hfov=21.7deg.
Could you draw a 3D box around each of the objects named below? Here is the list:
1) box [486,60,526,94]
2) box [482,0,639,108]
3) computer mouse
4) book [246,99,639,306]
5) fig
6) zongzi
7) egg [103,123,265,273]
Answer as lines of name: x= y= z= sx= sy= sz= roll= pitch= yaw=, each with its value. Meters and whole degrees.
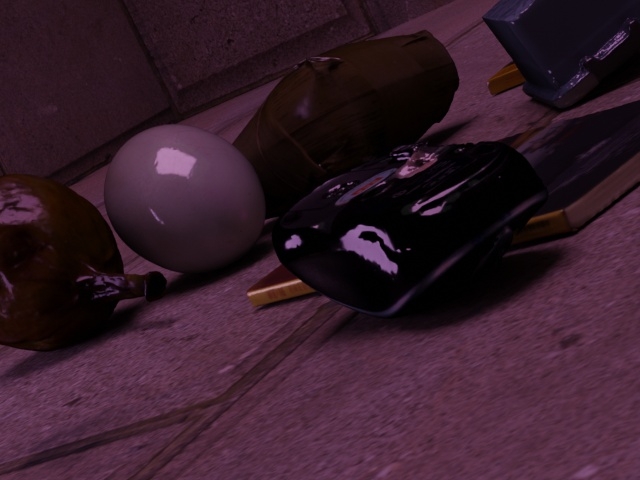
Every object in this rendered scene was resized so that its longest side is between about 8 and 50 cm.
box: x=0.269 y=-0.223 z=2.067 sx=0.087 sy=0.023 sz=0.155 roll=-24 pitch=8 yaw=31
box: x=0.268 y=-0.228 z=1.755 sx=0.162 sy=0.130 sz=0.227 roll=-41 pitch=8 yaw=4
computer mouse: x=0.063 y=-0.003 z=1.167 sx=0.137 sy=0.096 sz=0.233 roll=-38 pitch=18 yaw=-23
book: x=0.138 y=-0.038 z=1.372 sx=0.262 sy=0.028 sz=0.374 roll=-36 pitch=13 yaw=-39
fig: x=-0.273 y=0.040 z=1.671 sx=0.191 sy=0.190 sz=0.290 roll=-28 pitch=26 yaw=-12
zongzi: x=-0.007 y=-0.112 z=1.899 sx=0.300 sy=0.145 sz=0.274 roll=-36 pitch=-5 yaw=37
egg: x=-0.138 y=-0.041 z=1.741 sx=0.151 sy=0.151 sz=0.209 roll=-31 pitch=36 yaw=-26
